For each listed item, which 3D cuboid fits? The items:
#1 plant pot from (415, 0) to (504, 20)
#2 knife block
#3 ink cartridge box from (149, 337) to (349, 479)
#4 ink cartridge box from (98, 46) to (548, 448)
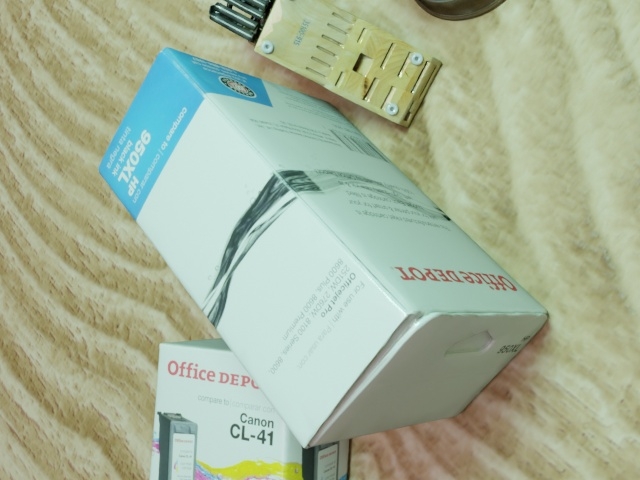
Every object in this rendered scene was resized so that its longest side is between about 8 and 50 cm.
[{"bbox_3d":[0.122,-0.342,0.829,0.167,0.165,0.166,-5,82,37],"label":"plant pot"},{"bbox_3d":[-0.005,-0.256,0.978,0.276,0.242,0.088,24,105,-10],"label":"knife block"},{"bbox_3d":[-0.090,0.281,0.943,0.226,0.131,0.306,0,87,37],"label":"ink cartridge box"},{"bbox_3d":[0.000,0.000,0.807,0.395,0.285,0.166,48,114,30],"label":"ink cartridge box"}]
